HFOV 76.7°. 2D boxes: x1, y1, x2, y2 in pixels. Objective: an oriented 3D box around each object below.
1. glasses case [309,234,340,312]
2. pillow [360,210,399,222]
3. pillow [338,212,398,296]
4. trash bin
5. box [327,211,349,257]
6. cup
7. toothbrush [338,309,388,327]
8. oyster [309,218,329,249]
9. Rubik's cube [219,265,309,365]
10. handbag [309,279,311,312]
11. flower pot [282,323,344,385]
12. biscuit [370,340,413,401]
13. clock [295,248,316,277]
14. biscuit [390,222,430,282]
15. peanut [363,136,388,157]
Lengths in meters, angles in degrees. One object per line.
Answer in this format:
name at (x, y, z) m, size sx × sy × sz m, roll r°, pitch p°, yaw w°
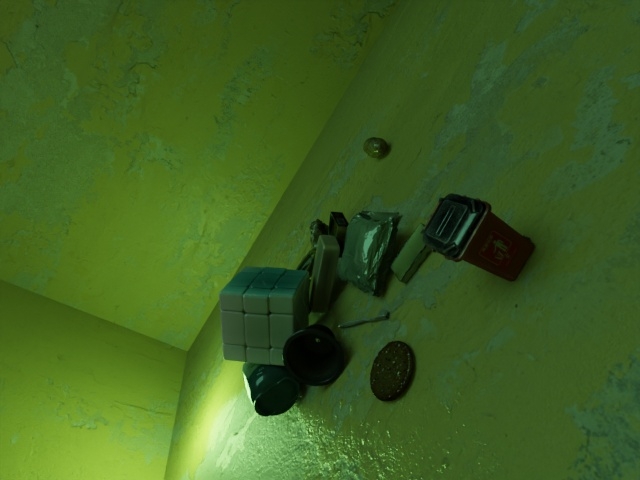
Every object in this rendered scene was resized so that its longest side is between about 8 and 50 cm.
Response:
glasses case at (0.012, 0.150, 1.811) m, size 0.144 × 0.076 × 0.337 m, roll -110°, pitch 28°, yaw -63°
pillow at (0.227, -0.057, 1.726) m, size 0.229 × 0.050 × 0.149 m, roll 10°, pitch 80°, yaw 51°
pillow at (0.176, 0.043, 1.597) m, size 0.283 × 0.138 × 0.311 m, roll 12°, pitch 88°, yaw 62°
trash bin at (0.396, -0.004, 1.033) m, size 0.161 × 0.238 × 0.184 m, roll -62°, pitch 22°, yaw 6°
box at (0.084, -0.031, 1.919) m, size 0.240 × 0.071 × 0.160 m, roll -109°, pitch 22°, yaw -70°
cup at (-0.183, 0.585, 1.732) m, size 0.289 × 0.220 × 0.257 m, roll -31°, pitch 18°, yaw -11°
toothbrush at (0.155, 0.299, 1.524) m, size 0.307 × 0.025 × 0.030 m, roll -30°, pitch 28°, yaw 54°
oyster at (0.008, 0.013, 2.078) m, size 0.107 × 0.161 × 0.233 m, roll -9°, pitch 61°, yaw 46°
Rubik's cube at (-0.226, 0.314, 1.746) m, size 0.322 × 0.315 × 0.320 m, roll -56°, pitch -33°, yaw -71°
handbag at (-0.103, 0.311, 2.004) m, size 0.260 × 0.113 × 0.162 m, roll -56°, pitch 16°, yaw 2°
flower pot at (-0.019, 0.417, 1.560) m, size 0.235 × 0.235 × 0.148 m, roll -55°, pitch 2°, yaw 17°
biscuit at (0.218, 0.398, 1.239) m, size 0.188 × 0.027 × 0.188 m, roll -49°, pitch 22°, yaw 28°
clock at (-0.073, 0.148, 1.966) m, size 0.237 × 0.057 × 0.237 m, roll -52°, pitch 12°, yaw 16°
biscuit at (0.326, 0.044, 1.425) m, size 0.200 × 0.040 × 0.121 m, roll -57°, pitch 23°, yaw 16°
peanut at (0.285, -0.493, 2.146) m, size 0.108 × 0.095 × 0.226 m, roll -61°, pitch 19°, yaw 10°
